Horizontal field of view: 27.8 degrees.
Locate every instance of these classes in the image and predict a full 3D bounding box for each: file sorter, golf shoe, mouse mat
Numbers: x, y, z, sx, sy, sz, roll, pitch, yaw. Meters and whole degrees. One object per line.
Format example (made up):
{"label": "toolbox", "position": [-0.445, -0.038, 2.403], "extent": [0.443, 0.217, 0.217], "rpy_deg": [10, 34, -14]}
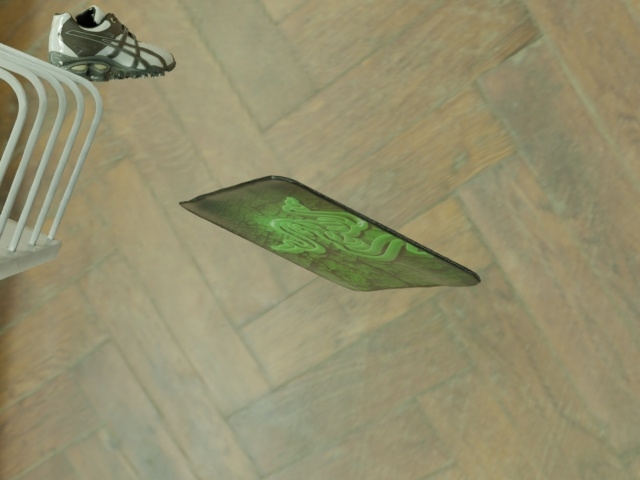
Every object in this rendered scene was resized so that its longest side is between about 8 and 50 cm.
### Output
{"label": "file sorter", "position": [-0.317, -0.085, 1.096], "extent": [0.192, 0.278, 0.173], "rpy_deg": [22, 96, 1]}
{"label": "golf shoe", "position": [-0.249, -0.240, 1.575], "extent": [0.077, 0.198, 0.094], "rpy_deg": [0, 98, 33]}
{"label": "mouse mat", "position": [0.000, 0.000, 0.840], "extent": [0.152, 0.007, 0.189], "rpy_deg": [27, 165, -20]}
